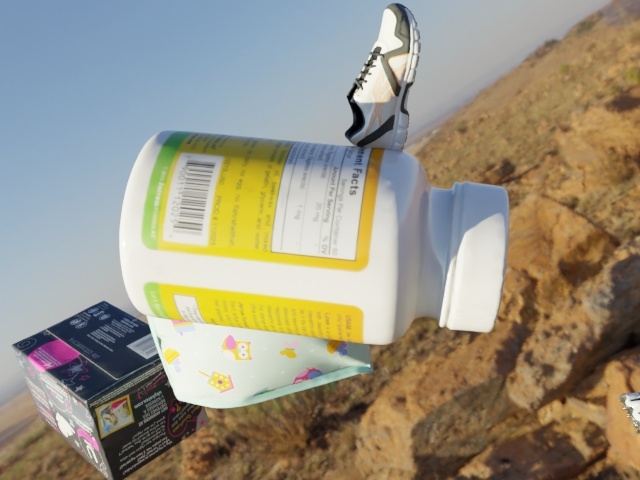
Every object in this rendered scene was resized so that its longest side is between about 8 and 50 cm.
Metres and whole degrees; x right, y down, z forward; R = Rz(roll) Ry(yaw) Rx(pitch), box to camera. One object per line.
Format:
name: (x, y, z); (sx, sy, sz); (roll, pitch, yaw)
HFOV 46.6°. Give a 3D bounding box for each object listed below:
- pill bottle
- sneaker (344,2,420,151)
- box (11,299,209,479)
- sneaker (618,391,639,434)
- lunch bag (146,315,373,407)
pill bottle: (0.000, 0.000, 0.522); (0.246, 0.136, 0.136); (6, 11, 7)
sneaker: (0.044, -0.116, 0.535); (0.044, 0.109, 0.040); (3, 11, -15)
box: (-0.301, 0.207, 1.066); (0.163, 0.142, 0.247); (-28, 30, -35)
sneaker: (0.444, 0.246, 0.870); (0.106, 0.078, 0.234); (-28, 26, 13)
lunch bag: (-0.084, 0.074, 0.912); (0.263, 0.223, 0.160); (-12, 28, -4)
